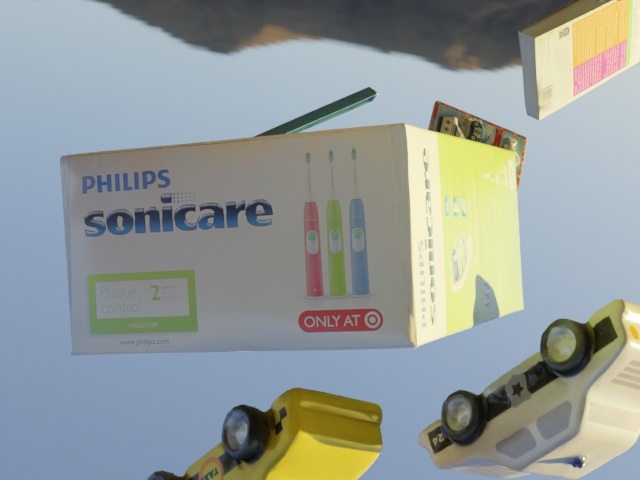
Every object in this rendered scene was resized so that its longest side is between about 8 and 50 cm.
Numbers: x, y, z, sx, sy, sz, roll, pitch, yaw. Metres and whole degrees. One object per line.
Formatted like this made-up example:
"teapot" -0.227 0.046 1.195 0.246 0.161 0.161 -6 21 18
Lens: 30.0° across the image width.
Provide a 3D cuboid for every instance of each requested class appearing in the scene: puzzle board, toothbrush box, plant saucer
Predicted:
"puzzle board" 0.139 -0.066 1.096 0.096 0.011 0.128 22 -126 -8
"toothbrush box" 0.000 0.000 0.760 0.206 0.122 0.283 -3 179 20
"plant saucer" -0.013 -0.168 1.655 0.192 0.018 0.067 -23 180 -4

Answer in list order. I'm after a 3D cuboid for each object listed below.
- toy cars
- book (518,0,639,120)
"toy cars" 0.062 0.151 0.792 0.394 0.176 0.087 -15 -124 -1
"book" 0.264 -0.193 1.199 0.144 0.096 0.035 -30 -140 -23
